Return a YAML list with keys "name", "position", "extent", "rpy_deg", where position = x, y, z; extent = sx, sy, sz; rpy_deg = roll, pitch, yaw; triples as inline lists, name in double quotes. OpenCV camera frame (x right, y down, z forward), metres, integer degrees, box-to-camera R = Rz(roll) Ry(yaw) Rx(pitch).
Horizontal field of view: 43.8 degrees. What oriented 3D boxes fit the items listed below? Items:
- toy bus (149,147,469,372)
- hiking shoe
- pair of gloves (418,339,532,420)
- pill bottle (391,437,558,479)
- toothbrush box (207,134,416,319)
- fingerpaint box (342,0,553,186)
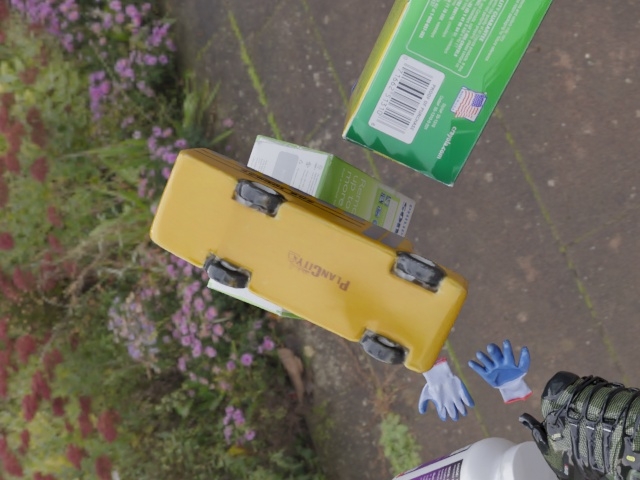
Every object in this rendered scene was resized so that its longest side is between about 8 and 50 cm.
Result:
- name: "toy bus"
  position: [-0.013, 0.015, 0.850]
  extent: [0.333, 0.130, 0.108]
  rpy_deg: [25, 101, 7]
- name: "hiking shoe"
  position: [0.246, 0.161, 0.689]
  extent: [0.114, 0.086, 0.227]
  rpy_deg: [42, 149, 12]
- name: "pair of gloves"
  position: [0.243, 0.227, 1.264]
  extent: [0.023, 0.198, 0.159]
  rpy_deg: [-99, -16, -50]
- name: "pill bottle"
  position: [0.258, 0.447, 1.351]
  extent: [0.323, 0.181, 0.181]
  rpy_deg: [-40, 67, 46]
- name: "toothbrush box"
  position: [0.000, 0.000, 1.088]
  extent: [0.122, 0.283, 0.206]
  rpy_deg: [18, 89, 28]
- name: "fingerpaint box"
  position: [0.200, -0.337, 1.070]
  extent: [0.371, 0.163, 0.445]
  rpy_deg: [-80, 15, -71]
